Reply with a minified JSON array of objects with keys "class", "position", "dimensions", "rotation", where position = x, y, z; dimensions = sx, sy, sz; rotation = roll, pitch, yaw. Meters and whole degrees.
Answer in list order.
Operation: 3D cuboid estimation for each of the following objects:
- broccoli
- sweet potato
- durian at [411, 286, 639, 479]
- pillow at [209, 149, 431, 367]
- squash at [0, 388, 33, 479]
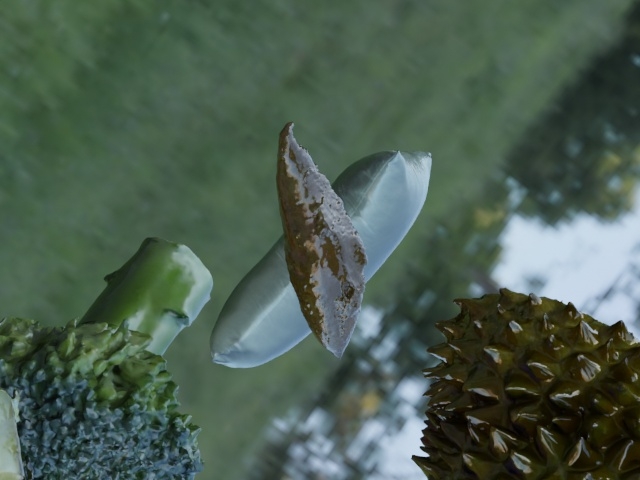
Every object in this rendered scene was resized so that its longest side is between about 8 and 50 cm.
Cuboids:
[{"class":"broccoli","position":[-0.216,0.137,1.704],"dimensions":[0.397,0.353,0.275],"rotation":[-20,132,-29]},{"class":"sweet potato","position":[0.000,0.000,1.402],"dimensions":[0.068,0.206,0.060],"rotation":[-7,-154,24]},{"class":"durian","position":[0.157,0.139,1.151],"dimensions":[0.260,0.154,0.186],"rotation":[3,-131,28]},{"class":"pillow","position":[0.003,0.013,1.582],"dimensions":[0.254,0.078,0.144],"rotation":[-47,166,7]},{"class":"squash","position":[-0.289,0.190,1.427],"dimensions":[0.252,0.093,0.169],"rotation":[-173,-105,-73]}]
